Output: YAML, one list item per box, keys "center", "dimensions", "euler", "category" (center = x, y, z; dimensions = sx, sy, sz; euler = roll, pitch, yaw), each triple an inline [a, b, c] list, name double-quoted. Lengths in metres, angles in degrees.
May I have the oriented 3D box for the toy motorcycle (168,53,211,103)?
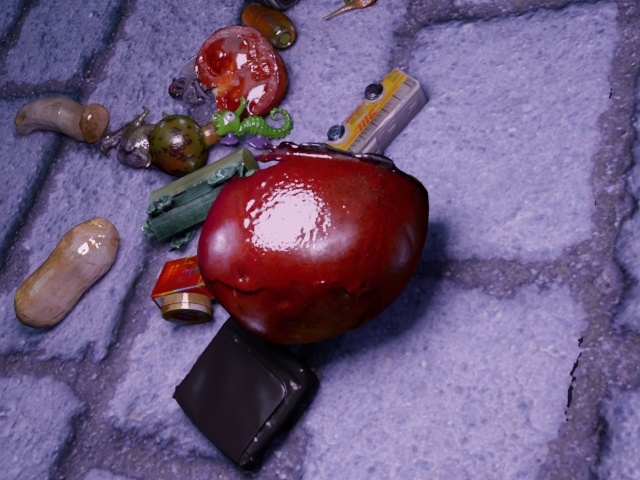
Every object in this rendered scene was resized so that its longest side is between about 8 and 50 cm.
- center: [-0.292, -0.426, 2.071]
  dimensions: [0.215, 0.080, 0.122]
  euler: [-37, 49, -2]
  category: "toy motorcycle"

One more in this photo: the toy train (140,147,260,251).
- center: [-0.259, -0.092, 1.827]
  dimensions: [0.307, 0.126, 0.189]
  euler: [-24, 19, 15]
  category: "toy train"

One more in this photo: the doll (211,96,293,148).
- center: [-0.155, -0.266, 1.848]
  dimensions: [0.050, 0.190, 0.115]
  euler: [-167, 82, -71]
  category: "doll"

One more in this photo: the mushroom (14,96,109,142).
- center: [-0.727, -0.340, 2.258]
  dimensions: [0.351, 0.095, 0.123]
  euler: [8, 82, 35]
  category: "mushroom"

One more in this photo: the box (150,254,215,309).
- center: [-0.266, 0.080, 1.724]
  dimensions: [0.175, 0.048, 0.112]
  euler: [-13, 37, 22]
  category: "box"

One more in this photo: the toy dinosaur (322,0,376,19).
- center: [0.096, -0.578, 1.973]
  dimensions: [0.162, 0.039, 0.126]
  euler: [-50, 51, -5]
  category: "toy dinosaur"

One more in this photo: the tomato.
- center: [-0.175, -0.397, 1.946]
  dimensions: [0.200, 0.139, 0.233]
  euler: [-30, 84, 18]
  category: "tomato"

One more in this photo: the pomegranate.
- center: [-0.301, -0.222, 1.901]
  dimensions: [0.220, 0.156, 0.156]
  euler: [-1, 59, 11]
  category: "pomegranate"

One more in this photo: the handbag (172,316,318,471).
- center: [-0.142, 0.280, 1.528]
  dimensions: [0.247, 0.080, 0.223]
  euler: [34, 88, 38]
  category: "handbag"

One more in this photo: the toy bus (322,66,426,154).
- center: [0.106, -0.240, 1.716]
  dimensions: [0.106, 0.092, 0.268]
  euler: [39, 83, 31]
  category: "toy bus"

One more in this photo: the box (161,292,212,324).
- center: [-0.275, 0.141, 1.670]
  dimensions: [0.105, 0.105, 0.037]
  euler: [-13, 64, 22]
  category: "box"

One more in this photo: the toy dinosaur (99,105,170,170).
- center: [-0.463, -0.261, 2.068]
  dimensions: [0.294, 0.077, 0.162]
  euler: [23, 77, 53]
  category: "toy dinosaur"

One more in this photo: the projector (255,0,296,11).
- center: [-0.116, -0.850, 2.142]
  dimensions: [0.395, 0.242, 0.405]
  euler: [-46, 47, -1]
  category: "projector"

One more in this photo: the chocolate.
- center: [-0.586, 0.076, 1.883]
  dimensions: [0.309, 0.134, 0.134]
  euler: [-50, 49, -2]
  category: "chocolate"

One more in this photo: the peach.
- center: [0.000, 0.000, 1.468]
  dimensions: [0.416, 0.339, 0.353]
  euler: [-38, 70, 0]
  category: "peach"

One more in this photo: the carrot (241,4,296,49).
- center: [-0.129, -0.549, 2.055]
  dimensions: [0.087, 0.087, 0.193]
  euler: [-41, 47, 0]
  category: "carrot"
